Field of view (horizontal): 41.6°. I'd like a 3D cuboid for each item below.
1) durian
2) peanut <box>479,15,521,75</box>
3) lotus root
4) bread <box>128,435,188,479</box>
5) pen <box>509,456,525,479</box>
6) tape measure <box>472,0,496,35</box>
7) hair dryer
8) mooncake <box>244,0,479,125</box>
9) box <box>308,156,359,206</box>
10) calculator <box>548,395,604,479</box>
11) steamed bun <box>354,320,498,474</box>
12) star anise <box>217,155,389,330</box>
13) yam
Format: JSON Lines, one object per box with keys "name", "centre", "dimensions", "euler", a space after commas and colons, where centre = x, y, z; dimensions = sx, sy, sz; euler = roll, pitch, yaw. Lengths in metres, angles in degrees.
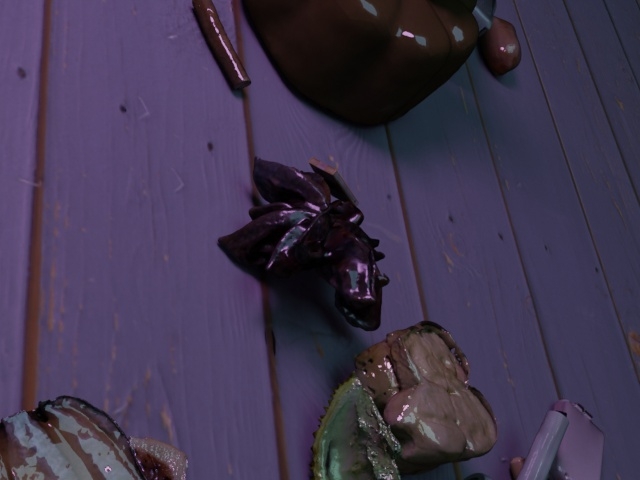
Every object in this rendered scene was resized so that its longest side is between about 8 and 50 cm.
{"name": "durian", "centre": [0.046, 0.253, 0.901], "dimensions": [0.086, 0.100, 0.215], "euler": [5, 53, -39]}
{"name": "peanut", "centre": [0.364, -0.403, 1.712], "dimensions": [0.076, 0.076, 0.152], "euler": [17, 54, -36]}
{"name": "lotus root", "centre": [-0.181, 0.292, 0.675], "dimensions": [0.167, 0.078, 0.329], "euler": [-19, 78, -26]}
{"name": "bread", "centre": [-0.155, 0.226, 0.773], "dimensions": [0.070, 0.035, 0.083], "euler": [28, 43, -30]}
{"name": "pen", "centre": [0.308, 0.399, 1.114], "dimensions": [0.040, 0.032, 0.233], "euler": [15, 51, -68]}
{"name": "tape measure", "centre": [0.215, -0.488, 1.575], "dimensions": [0.259, 0.138, 0.262], "euler": [46, 40, -11]}
{"name": "hair dryer", "centre": [0.264, 0.298, 1.075], "dimensions": [0.131, 0.073, 0.236], "euler": [46, 55, -8]}
{"name": "mooncake", "centre": [0.068, -0.376, 1.299], "dimensions": [0.378, 0.201, 0.378], "euler": [26, 46, -30]}
{"name": "box", "centre": [0.018, -0.076, 1.106], "dimensions": [0.046, 0.012, 0.083], "euler": [31, -12, 35]}
{"name": "calculator", "centre": [0.375, 0.313, 1.237], "dimensions": [0.100, 0.032, 0.175], "euler": [43, 41, -13]}
{"name": "steamed bun", "centre": [0.111, 0.198, 1.006], "dimensions": [0.192, 0.106, 0.177], "euler": [-9, 65, -57]}
{"name": "star anise", "centre": [-0.004, -0.003, 1.020], "dimensions": [0.212, 0.129, 0.283], "euler": [21, 31, -36]}
{"name": "yam", "centre": [-0.137, -0.272, 1.153], "dimensions": [0.032, 0.032, 0.145], "euler": [-13, 71, -48]}
